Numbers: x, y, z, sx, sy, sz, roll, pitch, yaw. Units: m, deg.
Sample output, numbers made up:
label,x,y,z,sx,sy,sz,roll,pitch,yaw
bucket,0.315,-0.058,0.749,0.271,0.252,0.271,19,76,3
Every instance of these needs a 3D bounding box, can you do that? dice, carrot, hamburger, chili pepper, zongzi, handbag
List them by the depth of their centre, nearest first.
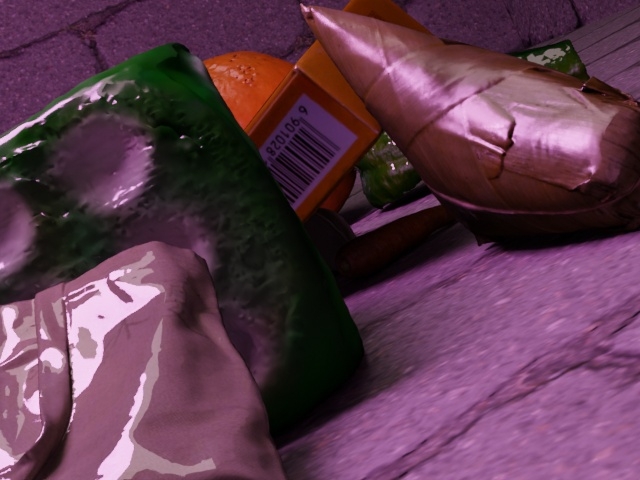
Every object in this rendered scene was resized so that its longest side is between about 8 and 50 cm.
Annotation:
label,x,y,z,sx,sy,sz,roll,pitch,yaw
handbag,-0.183,0.141,0.706,0.316,0.109,0.253,-24,41,-1
dice,-0.153,0.028,0.955,0.287,0.297,0.300,-29,8,-2
zongzi,0.133,-0.124,1.012,0.145,0.300,0.274,-53,17,-14
carrot,0.092,-0.003,1.333,0.191,0.047,0.047,-25,5,-37
hamburger,0.003,-0.002,1.456,0.054,0.084,0.121,-29,9,-28
chili pepper,0.210,-0.186,1.706,0.385,0.167,0.213,-20,12,22

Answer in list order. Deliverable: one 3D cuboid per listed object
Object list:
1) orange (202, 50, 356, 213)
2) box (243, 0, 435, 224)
label,x,y,z,sx,sy,sz,roll,pitch,yaw
orange,-0.155,-0.116,1.854,0.424,0.326,0.424,-28,8,4
box,-0.056,-0.071,1.322,0.415,0.116,0.264,-49,7,35
